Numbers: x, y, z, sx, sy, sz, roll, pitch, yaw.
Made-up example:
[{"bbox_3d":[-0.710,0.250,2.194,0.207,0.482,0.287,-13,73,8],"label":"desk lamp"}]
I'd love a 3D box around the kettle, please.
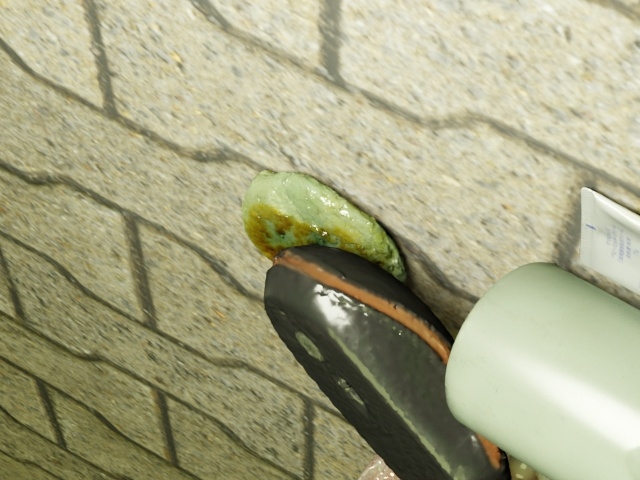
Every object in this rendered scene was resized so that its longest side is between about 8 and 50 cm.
[{"bbox_3d":[0.269,0.138,1.309,0.240,0.165,0.255,-1,-157,-47],"label":"kettle"}]

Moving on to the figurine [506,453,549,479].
[{"bbox_3d":[0.281,0.221,1.482,0.237,0.141,0.162,0,145,48],"label":"figurine"}]

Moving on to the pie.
[{"bbox_3d":[0.000,0.000,1.542,0.187,0.041,0.187,27,152,15],"label":"pie"}]

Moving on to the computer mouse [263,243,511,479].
[{"bbox_3d":[0.076,0.125,1.473,0.323,0.116,0.183,51,166,-7],"label":"computer mouse"}]

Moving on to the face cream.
[{"bbox_3d":[0.304,0.039,1.254,0.224,0.070,0.114,35,157,27],"label":"face cream"}]

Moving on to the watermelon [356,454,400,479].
[{"bbox_3d":[0.067,0.373,1.909,0.148,0.318,0.226,7,103,50],"label":"watermelon"}]
